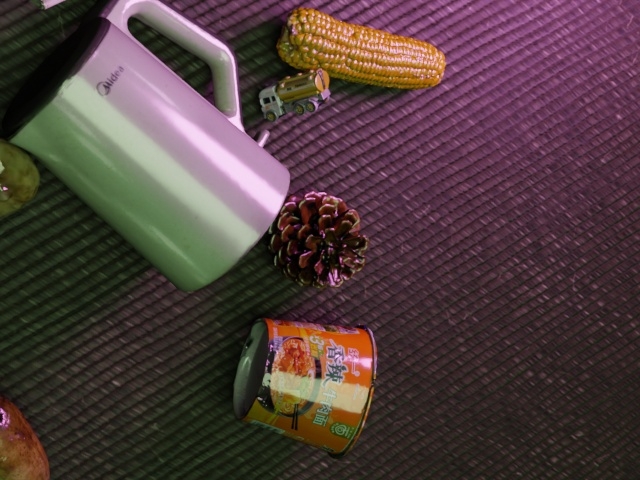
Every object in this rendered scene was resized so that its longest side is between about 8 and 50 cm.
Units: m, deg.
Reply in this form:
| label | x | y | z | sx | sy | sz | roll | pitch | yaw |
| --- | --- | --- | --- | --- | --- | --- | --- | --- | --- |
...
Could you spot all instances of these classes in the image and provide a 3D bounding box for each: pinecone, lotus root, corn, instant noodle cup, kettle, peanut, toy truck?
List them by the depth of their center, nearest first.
| label | x | y | z | sx | sy | sz | roll | pitch | yaw |
| --- | --- | --- | --- | --- | --- | --- | --- | --- | --- |
| peanut | -0.488 | -0.090 | 1.858 | 0.140 | 0.159 | 0.109 | 49 | 36 | -44 |
| kettle | -0.238 | -0.174 | 1.915 | 0.377 | 0.250 | 0.361 | 42 | 64 | -23 |
| lotus root | -0.517 | 0.314 | 1.950 | 0.145 | 0.128 | 0.260 | -32 | 112 | -3 |
| toy truck | -0.040 | -0.235 | 2.032 | 0.052 | 0.123 | 0.062 | -44 | 118 | -52 |
| corn | 0.072 | -0.302 | 2.076 | 0.313 | 0.102 | 0.102 | 12 | 97 | -27 |
| pinecone | 0.005 | 0.006 | 2.083 | 0.163 | 0.165 | 0.163 | -8 | 108 | -26 |
| instant noodle cup | -0.033 | 0.231 | 2.102 | 0.182 | 0.230 | 0.230 | 15 | 96 | -16 |

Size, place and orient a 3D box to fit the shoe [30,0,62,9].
| label | x | y | z | sx | sy | sz | roll | pitch | yaw |
| --- | --- | --- | --- | --- | --- | --- | --- | --- | --- |
| shoe | -0.383 | -0.433 | 1.799 | 0.351 | 0.172 | 0.198 | 2 | 129 | -50 |
